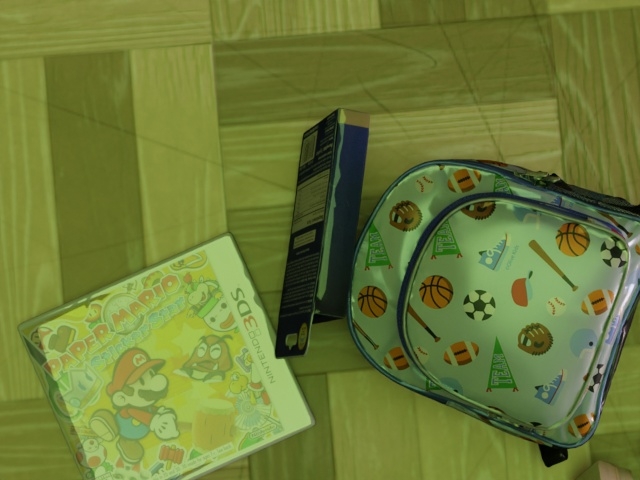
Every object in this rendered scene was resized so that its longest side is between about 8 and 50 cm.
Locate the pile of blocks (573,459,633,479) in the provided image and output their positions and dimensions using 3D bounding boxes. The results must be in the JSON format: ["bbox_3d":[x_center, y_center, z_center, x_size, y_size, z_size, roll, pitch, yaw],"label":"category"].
[{"bbox_3d":[0.356,0.372,1.410,0.149,0.112,0.362,-20,67,-44],"label":"pile of blocks"}]

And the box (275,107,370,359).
[{"bbox_3d":[0.000,0.000,1.388,0.036,0.136,0.225,10,82,-13],"label":"box"}]

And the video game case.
[{"bbox_3d":[-0.148,0.130,1.443,0.227,0.026,0.206,-24,88,-2],"label":"video game case"}]

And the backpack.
[{"bbox_3d":[0.155,0.048,1.373,0.263,0.213,0.276,20,90,10],"label":"backpack"}]
